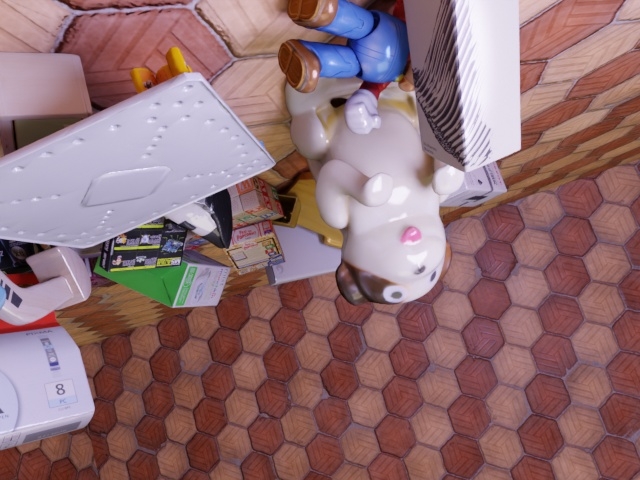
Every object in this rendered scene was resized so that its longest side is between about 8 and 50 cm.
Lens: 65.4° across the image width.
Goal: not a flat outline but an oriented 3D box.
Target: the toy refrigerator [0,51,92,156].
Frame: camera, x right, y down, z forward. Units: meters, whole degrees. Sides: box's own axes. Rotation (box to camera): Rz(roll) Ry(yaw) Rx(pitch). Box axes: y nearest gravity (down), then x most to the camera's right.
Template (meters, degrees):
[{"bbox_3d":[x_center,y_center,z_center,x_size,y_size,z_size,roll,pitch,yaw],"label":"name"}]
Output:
[{"bbox_3d":[-0.390,-0.141,0.700,0.102,0.094,0.269,-10,167,-31],"label":"toy refrigerator"}]

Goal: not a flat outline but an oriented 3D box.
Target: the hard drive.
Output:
[{"bbox_3d":[-0.036,0.001,1.617,0.353,0.232,0.047,-9,168,-37],"label":"hard drive"}]

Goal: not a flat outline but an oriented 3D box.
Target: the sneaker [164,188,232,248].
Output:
[{"bbox_3d":[-0.285,-0.083,1.067,0.147,0.122,0.330,-4,150,9],"label":"sneaker"}]

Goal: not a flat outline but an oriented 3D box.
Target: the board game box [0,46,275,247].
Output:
[{"bbox_3d":[-0.289,-0.098,0.722,0.390,0.050,0.390,-23,173,5],"label":"board game box"}]

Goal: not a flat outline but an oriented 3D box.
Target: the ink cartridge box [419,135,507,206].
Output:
[{"bbox_3d":[0.367,-0.199,1.326,0.114,0.196,0.273,-25,167,37],"label":"ink cartridge box"}]

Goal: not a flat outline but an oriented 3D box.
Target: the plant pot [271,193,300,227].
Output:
[{"bbox_3d":[-0.098,-0.075,1.391,0.081,0.081,0.083,10,168,19],"label":"plant pot"}]

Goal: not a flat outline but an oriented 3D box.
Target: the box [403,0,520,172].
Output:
[{"bbox_3d":[0.176,-0.234,0.617,0.094,0.275,0.113,-24,-148,-12],"label":"box"}]

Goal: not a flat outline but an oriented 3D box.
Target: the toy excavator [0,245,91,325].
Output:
[{"bbox_3d":[-0.598,0.068,0.828,0.223,0.432,0.445,-18,128,6],"label":"toy excavator"}]

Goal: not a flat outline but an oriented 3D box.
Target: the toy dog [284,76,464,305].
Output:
[{"bbox_3d":[0.092,-0.079,0.931,0.285,0.407,0.395,-12,168,-25],"label":"toy dog"}]

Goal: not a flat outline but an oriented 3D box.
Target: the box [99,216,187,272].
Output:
[{"bbox_3d":[-0.383,-0.026,1.113,0.045,0.184,0.191,26,-162,34],"label":"box"}]

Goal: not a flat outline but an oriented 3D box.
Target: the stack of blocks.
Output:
[{"bbox_3d":[-0.268,-0.066,1.300,0.297,0.087,0.171,-20,169,14],"label":"stack of blocks"}]

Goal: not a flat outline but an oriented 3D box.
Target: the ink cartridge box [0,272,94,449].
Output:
[{"bbox_3d":[-0.642,0.207,0.951,0.308,0.384,0.091,-2,144,-44],"label":"ink cartridge box"}]

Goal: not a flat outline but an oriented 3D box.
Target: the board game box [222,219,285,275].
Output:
[{"bbox_3d":[-0.186,0.025,1.392,0.147,0.045,0.193,-16,153,-3],"label":"board game box"}]

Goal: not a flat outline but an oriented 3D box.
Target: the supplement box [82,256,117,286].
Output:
[{"bbox_3d":[-0.631,0.070,1.379,0.081,0.104,0.188,-19,169,13],"label":"supplement box"}]

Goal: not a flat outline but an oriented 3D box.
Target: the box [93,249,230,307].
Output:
[{"bbox_3d":[-0.420,0.075,1.356,0.262,0.126,0.231,20,180,17],"label":"box"}]

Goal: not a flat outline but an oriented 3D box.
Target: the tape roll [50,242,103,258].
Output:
[{"bbox_3d":[-0.519,-0.024,1.142,0.189,0.080,0.189,-17,169,-3],"label":"tape roll"}]

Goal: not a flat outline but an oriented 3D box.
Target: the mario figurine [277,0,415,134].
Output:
[{"bbox_3d":[0.117,-0.263,0.689,0.321,0.170,0.198,-9,165,-32],"label":"mario figurine"}]

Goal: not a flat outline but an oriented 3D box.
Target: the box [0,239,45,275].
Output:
[{"bbox_3d":[-0.745,0.054,1.187,0.148,0.077,0.180,-12,169,-22],"label":"box"}]

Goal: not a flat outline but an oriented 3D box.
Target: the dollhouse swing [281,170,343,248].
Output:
[{"bbox_3d":[0.092,-0.159,1.476,0.315,0.305,0.347,-59,-170,-27],"label":"dollhouse swing"}]
